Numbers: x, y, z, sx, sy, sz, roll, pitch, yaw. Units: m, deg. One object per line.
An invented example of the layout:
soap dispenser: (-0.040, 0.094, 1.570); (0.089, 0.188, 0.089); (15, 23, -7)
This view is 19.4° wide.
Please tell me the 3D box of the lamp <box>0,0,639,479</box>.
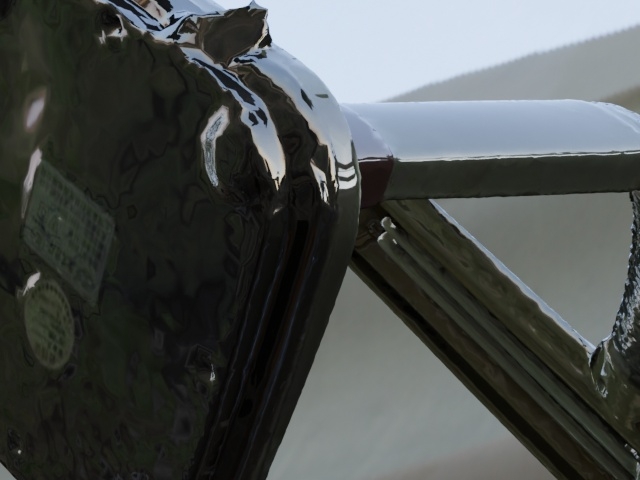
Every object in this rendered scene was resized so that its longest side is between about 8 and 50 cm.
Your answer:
lamp: (0.004, -0.006, 0.484); (0.203, 0.283, 0.124); (36, -77, 37)
